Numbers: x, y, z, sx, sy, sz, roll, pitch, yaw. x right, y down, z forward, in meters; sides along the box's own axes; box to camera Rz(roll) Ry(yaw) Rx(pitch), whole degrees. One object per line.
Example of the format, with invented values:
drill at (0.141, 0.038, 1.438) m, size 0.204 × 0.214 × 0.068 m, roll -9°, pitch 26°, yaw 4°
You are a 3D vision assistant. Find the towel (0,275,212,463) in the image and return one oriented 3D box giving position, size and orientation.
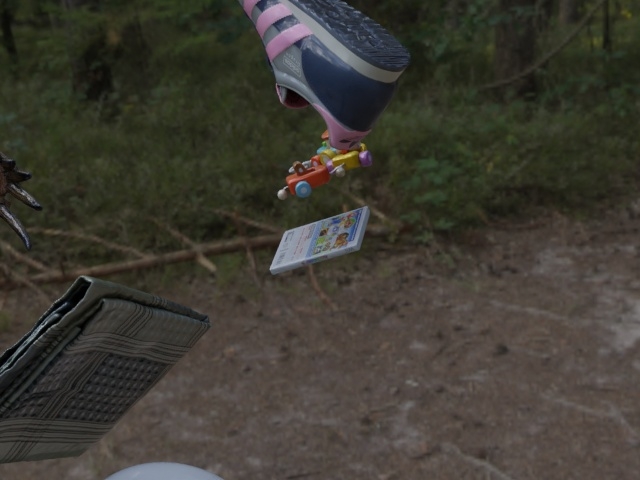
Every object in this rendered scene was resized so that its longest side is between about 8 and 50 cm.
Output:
towel at (-0.324, 0.192, 1.251) m, size 0.312 × 0.324 × 0.056 m, roll -43°, pitch 65°, yaw 8°

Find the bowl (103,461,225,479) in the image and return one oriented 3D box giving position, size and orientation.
bowl at (-0.175, 0.377, 1.126) m, size 0.298 × 0.298 × 0.134 m, roll -2°, pitch 26°, yaw 13°

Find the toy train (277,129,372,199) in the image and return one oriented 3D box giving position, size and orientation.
toy train at (-0.001, -0.105, 1.164) m, size 0.125 × 0.046 × 0.166 m, roll -19°, pitch 17°, yaw 3°

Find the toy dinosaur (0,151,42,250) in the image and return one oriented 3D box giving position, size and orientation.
toy dinosaur at (-0.324, 0.020, 0.768) m, size 0.127 × 0.295 × 0.200 m, roll -11°, pitch -11°, yaw 37°

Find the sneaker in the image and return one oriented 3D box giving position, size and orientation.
sneaker at (-0.037, -0.224, 1.019) m, size 0.112 × 0.131 × 0.319 m, roll -4°, pitch 41°, yaw -38°

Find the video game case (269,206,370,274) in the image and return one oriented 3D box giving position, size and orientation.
video game case at (0.000, 0.000, 1.152) m, size 0.122 × 0.011 × 0.087 m, roll -17°, pitch 29°, yaw 24°
